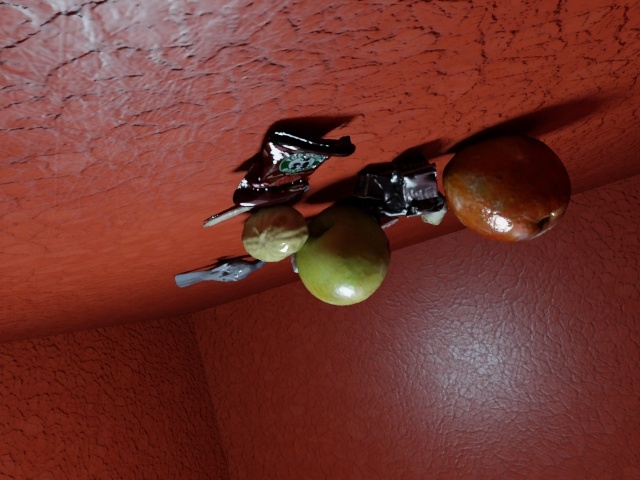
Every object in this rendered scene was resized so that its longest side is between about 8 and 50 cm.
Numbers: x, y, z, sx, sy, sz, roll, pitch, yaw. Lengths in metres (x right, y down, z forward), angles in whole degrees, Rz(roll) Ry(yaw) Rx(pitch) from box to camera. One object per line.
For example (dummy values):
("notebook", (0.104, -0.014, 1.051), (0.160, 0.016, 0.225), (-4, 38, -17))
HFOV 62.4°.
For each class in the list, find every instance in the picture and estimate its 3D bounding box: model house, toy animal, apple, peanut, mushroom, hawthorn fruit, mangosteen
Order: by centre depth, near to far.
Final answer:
("model house", (0.180, -0.113, 1.219), (0.203, 0.141, 0.164), (-14, -178, 11))
("hawthorn fruit", (0.437, -0.129, 1.238), (0.284, 0.284, 0.284), (-15, 172, -2))
("peanut", (-0.126, -0.014, 1.305), (0.147, 0.147, 0.319), (-13, -179, -18))
("apple", (0.053, 0.034, 1.322), (0.261, 0.261, 0.194), (-21, 126, 34))
("mangosteen", (0.095, -0.053, 1.507), (0.152, 0.152, 0.152), (-15, 172, -2))
("toy animal", (-0.346, 0.115, 1.926), (0.367, 0.081, 0.206), (-14, -177, -13))
("mushroom", (0.431, -0.111, 1.970), (0.084, 0.071, 0.209), (16, 170, 5))

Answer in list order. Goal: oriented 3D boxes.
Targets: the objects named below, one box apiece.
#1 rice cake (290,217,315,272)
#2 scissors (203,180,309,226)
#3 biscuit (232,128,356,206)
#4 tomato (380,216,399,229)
("rice cake", (0.000, 0.000, 1.575), (0.198, 0.189, 0.037), (-10, 142, -9))
("scissors", (-0.160, -0.080, 1.202), (0.300, 0.022, 0.109), (-18, 173, 30))
("biscuit", (-0.053, -0.129, 0.922), (0.151, 0.063, 0.235), (-11, 168, -31))
("tomato", (0.143, -0.049, 1.706), (0.225, 0.085, 0.225), (-25, 174, -3))
